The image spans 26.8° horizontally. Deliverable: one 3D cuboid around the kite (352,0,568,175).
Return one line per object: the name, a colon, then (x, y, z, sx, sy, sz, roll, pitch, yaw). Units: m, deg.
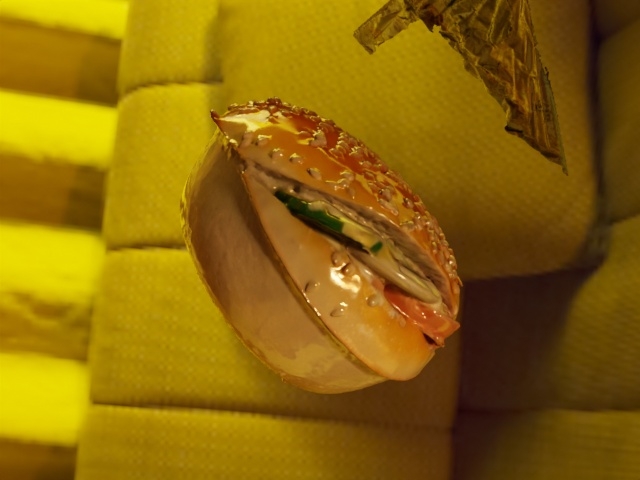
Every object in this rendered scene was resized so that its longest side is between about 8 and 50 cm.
kite: (0.092, -0.208, 1.143, 0.014, 0.406, 0.368, -43, 7, -17)

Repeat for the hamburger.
hamburger: (0.002, 0.002, 0.925, 0.147, 0.237, 0.237, -39, 31, 12)
